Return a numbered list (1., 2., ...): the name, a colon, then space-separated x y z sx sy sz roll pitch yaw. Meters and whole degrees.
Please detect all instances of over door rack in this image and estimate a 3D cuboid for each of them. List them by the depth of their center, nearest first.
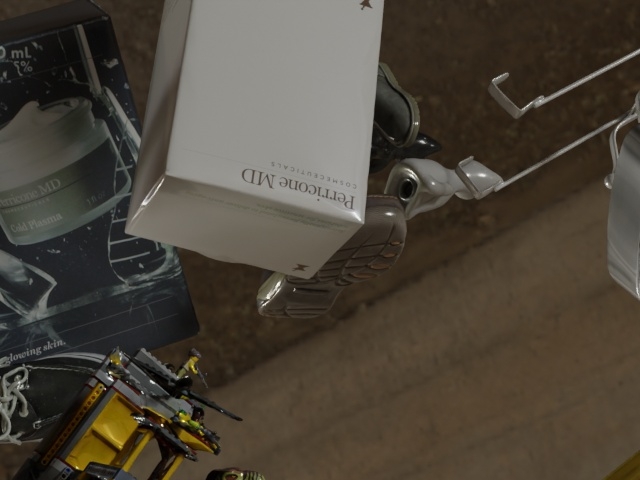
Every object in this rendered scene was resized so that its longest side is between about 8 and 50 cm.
1. over door rack: 0.357 -0.150 1.690 0.324 0.108 0.239 -17 157 -15

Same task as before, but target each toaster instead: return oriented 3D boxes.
1. toaster: 0.373 -0.029 1.327 0.129 0.146 0.227 3 107 -3

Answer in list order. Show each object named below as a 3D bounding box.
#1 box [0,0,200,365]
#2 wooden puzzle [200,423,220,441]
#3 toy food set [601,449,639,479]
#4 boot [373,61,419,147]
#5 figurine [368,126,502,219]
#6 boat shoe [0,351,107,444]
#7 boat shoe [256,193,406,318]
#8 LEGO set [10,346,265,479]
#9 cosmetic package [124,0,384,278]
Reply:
1. box: -0.474 -0.044 1.826 0.480 0.297 0.472 -18 108 -12
2. wooden puzzle: -0.196 0.293 2.000 0.049 0.083 0.006 -18 136 -60
3. toy food set: 0.393 0.305 1.568 0.128 0.071 0.218 41 114 -9
4. boot: 0.014 -0.199 1.782 0.208 0.189 0.076 6 123 -31
5. figurine: 0.152 -0.116 2.014 0.209 0.215 0.092 -12 125 -45
6. boat shoe: -0.401 0.203 1.637 0.306 0.113 0.105 -6 172 1
7. boat shoe: 0.000 0.000 1.789 0.132 0.130 0.355 7 156 -27
8. LEGO set: -0.108 0.201 1.091 0.255 0.192 0.331 39 161 -8
9. cosmetic package: -0.055 -0.170 1.255 0.197 0.365 0.155 13 154 -18
